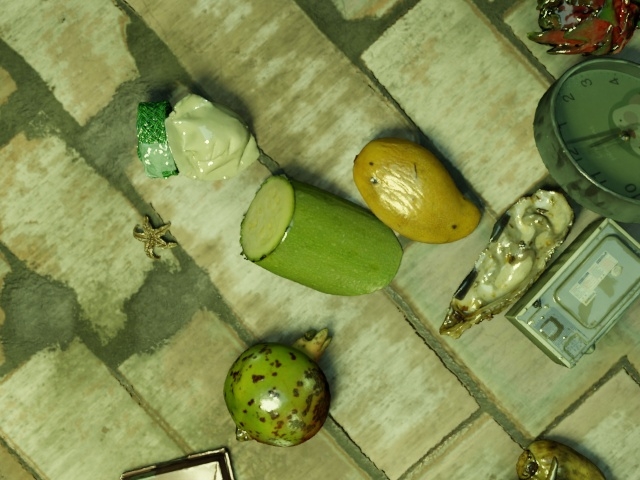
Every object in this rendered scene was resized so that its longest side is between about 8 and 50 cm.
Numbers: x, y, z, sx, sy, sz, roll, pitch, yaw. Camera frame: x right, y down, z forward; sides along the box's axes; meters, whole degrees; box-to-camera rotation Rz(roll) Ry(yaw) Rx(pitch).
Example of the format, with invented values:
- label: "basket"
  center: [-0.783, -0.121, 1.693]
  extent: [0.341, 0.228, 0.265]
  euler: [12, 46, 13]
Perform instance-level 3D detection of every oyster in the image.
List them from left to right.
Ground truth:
- label: "oyster"
  center: [0.341, 0.049, 1.774]
  extent: [0.129, 0.078, 0.345]
  euler: [40, 94, 24]

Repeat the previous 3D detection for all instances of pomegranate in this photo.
- label: "pomegranate"
  center: [-0.068, 0.266, 1.754]
  extent: [0.198, 0.246, 0.198]
  euler: [12, 125, 18]

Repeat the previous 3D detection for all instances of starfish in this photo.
- label: "starfish"
  center: [-0.318, -0.004, 1.833]
  extent: [0.091, 0.028, 0.078]
  euler: [22, 88, -1]

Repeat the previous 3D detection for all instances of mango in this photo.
- label: "mango"
  center: [0.175, -0.088, 1.762]
  extent: [0.262, 0.109, 0.157]
  euler: [35, 87, 2]

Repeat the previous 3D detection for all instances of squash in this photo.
- label: "squash"
  center: [0.000, 0.000, 1.816]
  extent: [0.260, 0.189, 0.189]
  euler: [21, 91, -32]

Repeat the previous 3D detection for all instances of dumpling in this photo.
- label: "dumpling"
  center: [-0.206, -0.181, 1.772]
  extent: [0.181, 0.111, 0.155]
  euler: [38, 84, -10]

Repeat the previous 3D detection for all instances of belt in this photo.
- label: "belt"
  center: [-0.311, -0.186, 1.787]
  extent: [0.079, 0.121, 0.151]
  euler: [-8, 90, 2]

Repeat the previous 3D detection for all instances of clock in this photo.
- label: "clock"
  center: [0.534, -0.182, 1.686]
  extent: [0.319, 0.066, 0.319]
  euler: [6, 62, -12]

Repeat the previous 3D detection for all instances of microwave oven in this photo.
- label: "microwave oven"
  center: [0.468, 0.096, 1.703]
  extent: [0.145, 0.194, 0.240]
  euler: [43, 90, 2]

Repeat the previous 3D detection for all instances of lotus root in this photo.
- label: "lotus root"
  center: [0.452, 0.433, 1.751]
  extent: [0.191, 0.094, 0.108]
  euler: [19, 112, -4]

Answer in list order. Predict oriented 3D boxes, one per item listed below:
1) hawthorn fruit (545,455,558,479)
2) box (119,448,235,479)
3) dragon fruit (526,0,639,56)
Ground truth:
- label: "hawthorn fruit"
  center: [0.366, 0.552, 1.654]
  extent: [0.285, 0.285, 0.369]
  euler: [9, 91, 4]
- label: "box"
  center: [-0.257, 0.520, 1.793]
  extent: [0.215, 0.086, 0.215]
  euler: [-13, 88, 3]
- label: "dragon fruit"
  center: [0.482, -0.415, 1.721]
  extent: [0.189, 0.182, 0.182]
  euler: [19, 90, -10]
